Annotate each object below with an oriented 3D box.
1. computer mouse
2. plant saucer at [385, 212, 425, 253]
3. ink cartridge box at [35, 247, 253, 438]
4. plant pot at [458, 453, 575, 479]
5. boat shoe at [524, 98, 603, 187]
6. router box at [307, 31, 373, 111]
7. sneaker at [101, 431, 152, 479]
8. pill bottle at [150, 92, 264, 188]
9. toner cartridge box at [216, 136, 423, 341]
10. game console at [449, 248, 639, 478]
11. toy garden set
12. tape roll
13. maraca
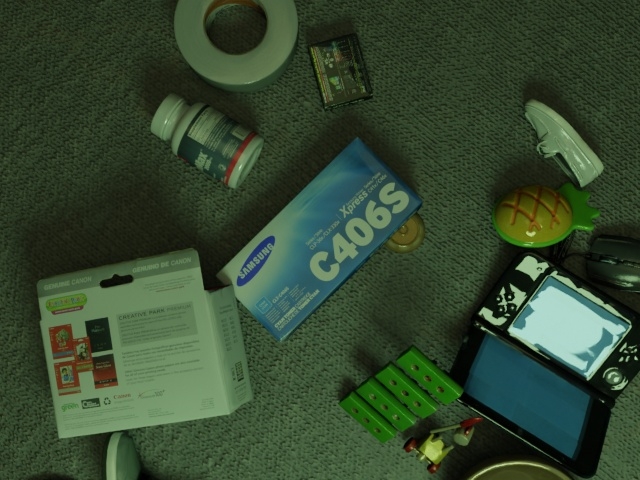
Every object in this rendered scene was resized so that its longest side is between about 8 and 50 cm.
[{"bbox_3d":[0.522,0.074,1.437,0.262,0.060,0.184,18,87,1],"label":"computer mouse"},{"bbox_3d":[0.149,-0.018,1.463,0.083,0.015,0.083,0,88,0],"label":"plant saucer"},{"bbox_3d":[-0.296,0.167,1.362,0.309,0.130,0.272,-10,89,14],"label":"ink cartridge box"},{"bbox_3d":[0.333,0.461,1.383,0.237,0.110,0.237,1,101,7],"label":"plant pot"},{"bbox_3d":[0.423,-0.171,1.451,0.063,0.066,0.184,-44,98,-3],"label":"boat shoe"},{"bbox_3d":[0.036,-0.303,1.463,0.092,0.038,0.122,-15,87,-1],"label":"router box"},{"bbox_3d":[-0.261,0.461,1.385,0.178,0.124,0.295,-11,95,4],"label":"sneaker"},{"bbox_3d":[-0.201,-0.179,1.423,0.180,0.108,0.108,30,88,2],"label":"pill bottle"},{"bbox_3d":[0.000,0.000,1.424,0.348,0.075,0.165,-45,82,-1],"label":"toner cartridge box"},{"bbox_3d":[0.399,0.202,1.367,0.293,0.173,0.250,31,111,1],"label":"game console"},{"bbox_3d":[0.171,0.284,1.365,0.204,0.244,0.049,42,49,-1],"label":"toy garden set"},{"bbox_3d":[-0.148,-0.378,1.450,0.219,0.072,0.219,0,87,-1],"label":"tape roll"},{"bbox_3d":[0.393,-0.046,1.421,0.186,0.099,0.127,-12,58,-4],"label":"maraca"}]
